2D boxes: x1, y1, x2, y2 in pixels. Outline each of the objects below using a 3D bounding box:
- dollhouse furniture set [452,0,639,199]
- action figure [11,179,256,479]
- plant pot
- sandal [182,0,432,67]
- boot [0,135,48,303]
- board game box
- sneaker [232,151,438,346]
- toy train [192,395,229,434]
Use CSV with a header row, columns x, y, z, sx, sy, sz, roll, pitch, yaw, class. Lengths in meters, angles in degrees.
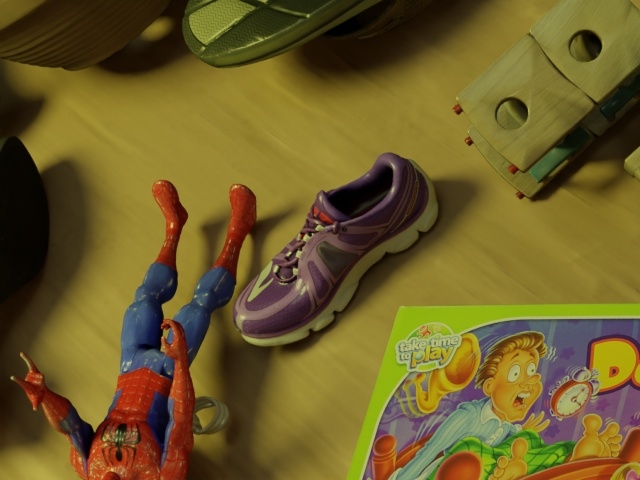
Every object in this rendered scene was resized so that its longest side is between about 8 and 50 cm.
x,y,z,sx,sy,sz,roll,pitch,yaw,class
0.194,-0.054,1.263,0.129,0.129,0.184,-42,79,1,dollhouse furniture set
-0.118,0.057,1.309,0.091,0.139,0.280,2,54,16,action figure
-0.186,-0.212,1.542,0.237,0.110,0.237,-32,24,16,plant pot
0.044,-0.196,1.448,0.302,0.086,0.120,-24,45,-4,sandal
-0.359,0.041,1.508,0.280,0.096,0.264,-5,59,24,boot
0.183,0.152,1.126,0.347,0.078,0.233,-2,53,29,board game box
0.000,0.000,1.351,0.170,0.071,0.068,-43,49,0,sneaker
-0.099,0.188,1.312,0.125,0.046,0.166,-10,49,4,toy train
